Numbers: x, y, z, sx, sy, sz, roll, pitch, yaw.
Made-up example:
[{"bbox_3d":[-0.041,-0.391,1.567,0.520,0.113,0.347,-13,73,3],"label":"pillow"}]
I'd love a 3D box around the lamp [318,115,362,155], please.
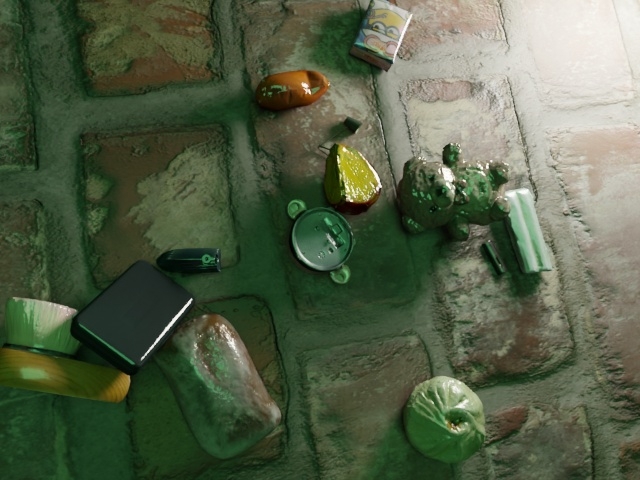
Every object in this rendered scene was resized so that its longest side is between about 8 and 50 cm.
[{"bbox_3d":[0.049,-0.257,1.313,0.054,0.041,0.121,35,73,3],"label":"lamp"}]

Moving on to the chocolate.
[{"bbox_3d":[-0.217,0.308,1.137,0.185,0.100,0.303,-29,91,-18],"label":"chocolate"}]

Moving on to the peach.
[{"bbox_3d":[0.063,-0.138,1.264,0.127,0.092,0.172,-26,81,-27],"label":"peach"}]

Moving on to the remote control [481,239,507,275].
[{"bbox_3d":[0.442,0.042,1.356,0.034,0.016,0.091,-28,87,-10],"label":"remote control"}]

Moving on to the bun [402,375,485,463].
[{"bbox_3d":[0.289,0.409,1.215,0.195,0.118,0.195,2,81,-15],"label":"bun"}]

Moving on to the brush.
[{"bbox_3d":[-0.500,0.221,1.058,0.267,0.174,0.166,18,68,-17],"label":"brush"}]

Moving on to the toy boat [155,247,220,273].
[{"bbox_3d":[-0.291,0.044,1.180,0.141,0.060,0.055,-1,81,-5],"label":"toy boat"}]

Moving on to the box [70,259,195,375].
[{"bbox_3d":[-0.371,0.148,1.085,0.160,0.050,0.230,37,35,-4],"label":"box"}]

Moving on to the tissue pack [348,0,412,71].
[{"bbox_3d":[0.154,-0.523,1.359,0.116,0.065,0.155,23,77,-7],"label":"tissue pack"}]

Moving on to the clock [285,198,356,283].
[{"bbox_3d":[0.000,0.000,1.246,0.156,0.063,0.229,-32,90,-14],"label":"clock"}]

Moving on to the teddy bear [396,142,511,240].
[{"bbox_3d":[0.319,-0.115,1.288,0.267,0.151,0.236,1,87,-17],"label":"teddy bear"}]

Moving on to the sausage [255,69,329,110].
[{"bbox_3d":[-0.069,-0.359,1.282,0.179,0.089,0.089,-12,84,-17],"label":"sausage"}]

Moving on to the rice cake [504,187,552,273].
[{"bbox_3d":[0.521,-0.023,1.370,0.085,0.040,0.226,-14,84,-14],"label":"rice cake"}]
